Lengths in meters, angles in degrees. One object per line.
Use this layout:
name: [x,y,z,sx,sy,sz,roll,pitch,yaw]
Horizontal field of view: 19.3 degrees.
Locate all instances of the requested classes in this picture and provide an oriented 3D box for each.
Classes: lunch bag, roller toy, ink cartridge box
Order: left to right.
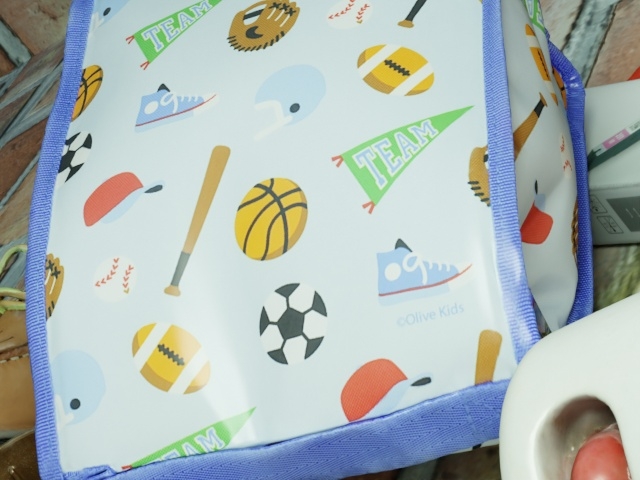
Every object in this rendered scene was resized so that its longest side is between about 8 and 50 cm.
lunch bag: [0.000,0.000,1.184,0.327,0.239,0.385,-16,41,18]
ink cartridge box: [0.246,-0.094,1.355,0.239,0.060,0.275,-49,21,-23]
roller toy: [0.182,0.108,0.798,0.146,0.191,0.209,-27,22,30]

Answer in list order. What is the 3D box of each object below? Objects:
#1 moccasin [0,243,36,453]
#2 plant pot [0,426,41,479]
moccasin: [-0.189,0.079,1.358,0.380,0.147,0.139,-8,-6,-22]
plant pot: [-0.168,0.232,1.220,0.167,0.165,0.167,-35,18,14]
